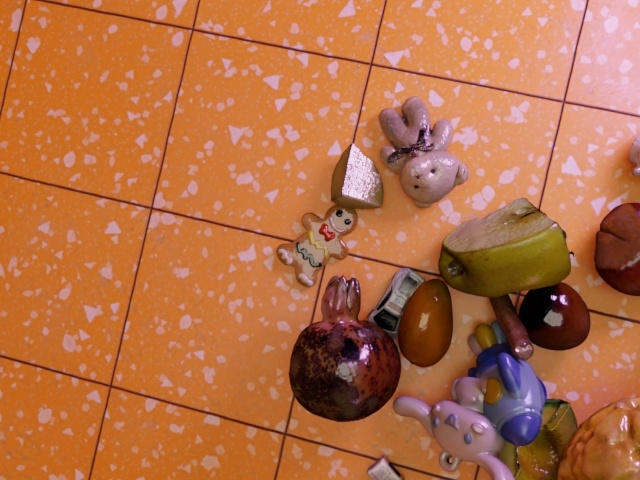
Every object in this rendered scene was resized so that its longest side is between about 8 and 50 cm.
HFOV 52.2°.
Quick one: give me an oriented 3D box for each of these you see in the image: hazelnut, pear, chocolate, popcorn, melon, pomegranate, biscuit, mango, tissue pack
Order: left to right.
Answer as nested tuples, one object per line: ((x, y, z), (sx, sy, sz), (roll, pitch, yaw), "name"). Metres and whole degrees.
((0.000, 0.000, 1.706), (0.158, 0.035, 0.240), (43, 95, 4), "biscuit")
((0.057, 0.252, 1.569), (0.284, 0.285, 0.341), (0, 93, 7), "pomegranate")
((0.167, 0.600, 1.664), (0.062, 0.042, 0.083), (-44, 84, 6), "tissue pack")
((0.259, 0.205, 1.599), (0.120, 0.151, 0.221), (17, 114, 35), "mango")
((0.423, 0.045, 1.543), (0.281, 0.286, 0.176), (-22, 105, 6), "pear")
((0.514, 0.515, 1.584), (0.265, 0.129, 0.169), (-51, 120, -15), "melon")
((0.568, 0.187, 1.576), (0.176, 0.177, 0.177), (0, 89, 7), "chocolate")
((0.692, 0.521, 1.435), (0.344, 0.354, 0.390), (-16, 106, 1), "popcorn")
((0.750, 0.025, 1.549), (0.181, 0.181, 0.212), (27, 91, 36), "hazelnut")

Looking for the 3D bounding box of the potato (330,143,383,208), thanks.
((0.099, -0.155, 1.691), (0.120, 0.081, 0.149), (18, 72, -22), "potato")

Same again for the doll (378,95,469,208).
((0.239, -0.230, 1.636), (0.175, 0.149, 0.278), (-37, 69, 37), "doll")

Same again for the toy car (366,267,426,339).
((0.193, 0.168, 1.665), (0.095, 0.056, 0.205), (32, 92, 6), "toy car")

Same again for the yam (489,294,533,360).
((0.450, 0.184, 1.560), (0.056, 0.241, 0.057), (-3, 130, -4), "yam")

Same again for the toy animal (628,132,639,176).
((0.835, -0.169, 1.528), (0.130, 0.104, 0.221), (-29, 56, -33), "toy animal")

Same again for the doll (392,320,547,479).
((0.388, 0.382, 1.531), (0.376, 0.187, 0.366), (37, 88, 27), "doll")
